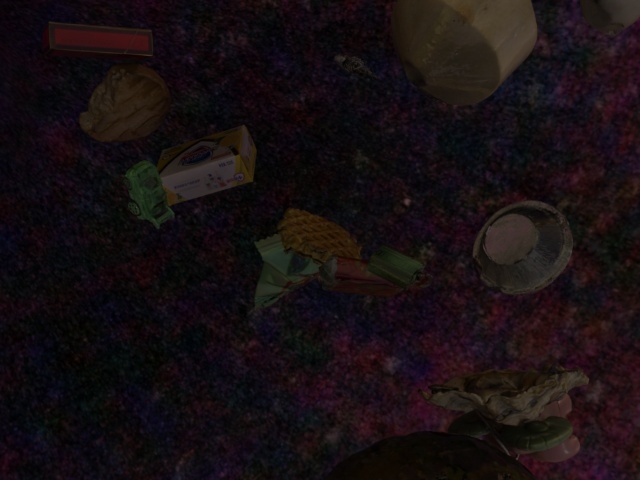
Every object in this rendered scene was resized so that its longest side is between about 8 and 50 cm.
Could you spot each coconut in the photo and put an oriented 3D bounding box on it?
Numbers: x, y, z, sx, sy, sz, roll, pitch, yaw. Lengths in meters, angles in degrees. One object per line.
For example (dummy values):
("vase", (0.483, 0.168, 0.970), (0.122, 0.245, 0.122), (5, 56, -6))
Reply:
("coconut", (0.304, -0.451, 1.310), (0.323, 0.323, 0.322), (-21, 126, -32))

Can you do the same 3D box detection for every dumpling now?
("dumpling", (0.509, -0.446, 1.036), (0.177, 0.092, 0.150), (25, 73, -29))

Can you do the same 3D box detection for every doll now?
("doll", (0.459, 0.430, 1.373), (0.269, 0.284, 0.216), (-11, 89, -37))

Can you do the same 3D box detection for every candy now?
("candy", (-0.113, 0.103, 2.129), (0.263, 0.172, 0.398), (-15, 153, -20))
("candy", (0.086, 0.075, 1.224), (0.292, 0.059, 0.086), (7, 152, -12))

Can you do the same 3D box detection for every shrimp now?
("shrimp", (0.121, -0.585, 2.014), (0.065, 0.165, 0.056), (-31, 146, -58))

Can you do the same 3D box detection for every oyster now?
("oyster", (0.372, 0.311, 1.201), (0.355, 0.201, 0.107), (-10, 84, 0))

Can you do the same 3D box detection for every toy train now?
("toy train", (-0.408, -0.112, 1.429), (0.099, 0.081, 0.149), (-44, 143, -42))
("toy train", (0.123, 0.044, 0.988), (0.056, 0.093, 0.038), (-33, 145, -55))

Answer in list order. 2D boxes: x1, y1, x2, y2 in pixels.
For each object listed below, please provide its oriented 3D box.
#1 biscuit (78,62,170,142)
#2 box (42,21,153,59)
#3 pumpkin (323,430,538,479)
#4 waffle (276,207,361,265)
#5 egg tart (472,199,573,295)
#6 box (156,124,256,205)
("biscuit", (-0.544, -0.384, 1.699), (0.274, 0.091, 0.213), (-41, 150, 25))
("box", (-0.558, -0.494, 1.497), (0.240, 0.153, 0.074), (-6, 99, -29))
("pumpkin", (0.174, 0.522, 0.915), (0.454, 0.454, 0.344), (-41, 176, -16))
("waffle", (0.001, -0.002, 1.580), (0.245, 0.254, 0.052), (21, 114, -12))
("egg tart", (0.447, 0.009, 1.355), (0.094, 0.234, 0.234), (31, 92, -43))
("box", (-0.318, -0.210, 1.672), (0.265, 0.168, 0.097), (-14, 129, 12))
